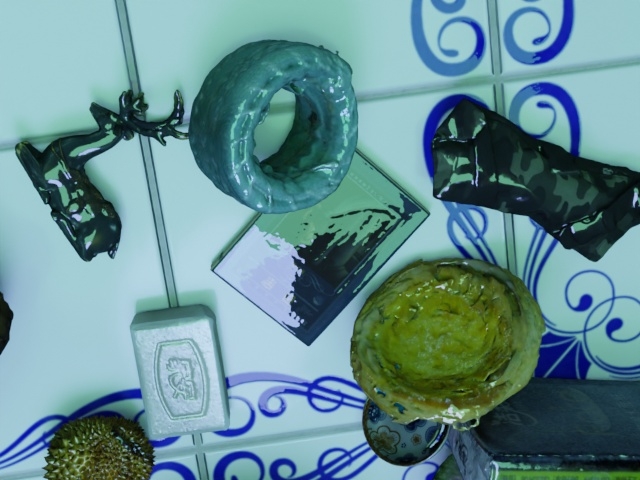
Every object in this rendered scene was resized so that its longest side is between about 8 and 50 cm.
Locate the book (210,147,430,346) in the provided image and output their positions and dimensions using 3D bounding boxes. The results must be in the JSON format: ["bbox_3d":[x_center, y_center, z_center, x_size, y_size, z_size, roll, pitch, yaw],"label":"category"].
[{"bbox_3d":[0.000,0.000,1.500,0.191,0.025,0.269,40,100,-14],"label":"book"}]

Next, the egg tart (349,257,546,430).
[{"bbox_3d":[0.178,0.154,1.462,0.291,0.290,0.107,-16,140,1],"label":"egg tart"}]

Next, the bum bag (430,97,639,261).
[{"bbox_3d":[0.305,-0.078,1.464,0.340,0.095,0.144,20,97,-15],"label":"bum bag"}]

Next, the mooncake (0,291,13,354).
[{"bbox_3d":[-0.538,0.179,1.365,0.187,0.324,0.324,26,103,-14],"label":"mooncake"}]

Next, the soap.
[{"bbox_3d":[-0.201,0.190,1.522,0.121,0.064,0.183,-8,107,-1],"label":"soap"}]

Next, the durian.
[{"bbox_3d":[-0.322,0.324,1.518,0.158,0.137,0.168,22,117,-30],"label":"durian"}]

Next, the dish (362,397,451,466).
[{"bbox_3d":[0.142,0.270,1.565,0.141,0.078,0.141,-8,72,27],"label":"dish"}]

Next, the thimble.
[{"bbox_3d":[-0.055,-0.155,1.364,0.198,0.143,0.235,37,85,-35],"label":"thimble"}]

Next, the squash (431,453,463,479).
[{"bbox_3d":[0.284,0.512,1.568,0.310,0.310,0.308,4,123,-5],"label":"squash"}]

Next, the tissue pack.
[{"bbox_3d":[0.391,0.294,1.477,0.394,0.288,0.124,2,103,-4],"label":"tissue pack"}]

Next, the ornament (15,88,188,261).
[{"bbox_3d":[-0.267,-0.099,1.424,0.236,0.080,0.202,-30,102,5],"label":"ornament"}]
